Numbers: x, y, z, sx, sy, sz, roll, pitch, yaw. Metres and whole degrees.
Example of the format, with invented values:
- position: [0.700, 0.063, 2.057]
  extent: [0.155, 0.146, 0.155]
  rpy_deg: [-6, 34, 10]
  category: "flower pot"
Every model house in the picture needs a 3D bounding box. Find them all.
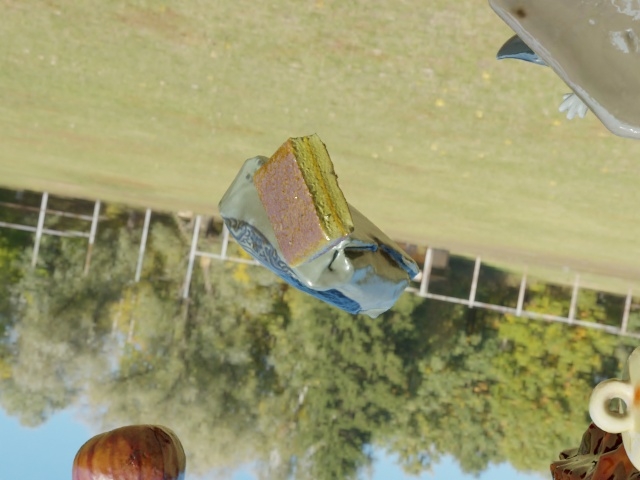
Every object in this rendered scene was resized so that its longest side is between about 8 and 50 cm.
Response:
- position: [0.289, -0.194, 0.824]
  extent: [0.229, 0.122, 0.188]
  rpy_deg: [48, -147, 15]
  category: "model house"

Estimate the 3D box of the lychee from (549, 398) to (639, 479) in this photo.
- position: [0.364, 0.347, 0.723]
  extent: [0.424, 0.500, 0.425]
  rpy_deg: [1, 142, 1]
  category: "lychee"

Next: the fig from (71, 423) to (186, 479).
- position: [-0.200, 0.264, 0.977]
  extent: [0.150, 0.128, 0.128]
  rpy_deg: [41, -168, 20]
  category: "fig"

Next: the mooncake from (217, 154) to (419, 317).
- position: [-0.004, 0.004, 1.287]
  extent: [0.254, 0.136, 0.250]
  rpy_deg: [43, -171, 31]
  category: "mooncake"

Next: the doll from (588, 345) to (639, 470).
- position: [0.310, 0.123, 0.485]
  extent: [0.271, 0.208, 0.144]
  rpy_deg: [48, 175, 13]
  category: "doll"

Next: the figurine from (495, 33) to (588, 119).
- position: [0.364, -0.240, 1.105]
  extent: [0.265, 0.193, 0.140]
  rpy_deg: [23, 163, 42]
  category: "figurine"

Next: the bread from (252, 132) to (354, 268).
- position: [-0.015, -0.031, 0.734]
  extent: [0.035, 0.090, 0.094]
  rpy_deg: [-18, 172, -26]
  category: "bread"
